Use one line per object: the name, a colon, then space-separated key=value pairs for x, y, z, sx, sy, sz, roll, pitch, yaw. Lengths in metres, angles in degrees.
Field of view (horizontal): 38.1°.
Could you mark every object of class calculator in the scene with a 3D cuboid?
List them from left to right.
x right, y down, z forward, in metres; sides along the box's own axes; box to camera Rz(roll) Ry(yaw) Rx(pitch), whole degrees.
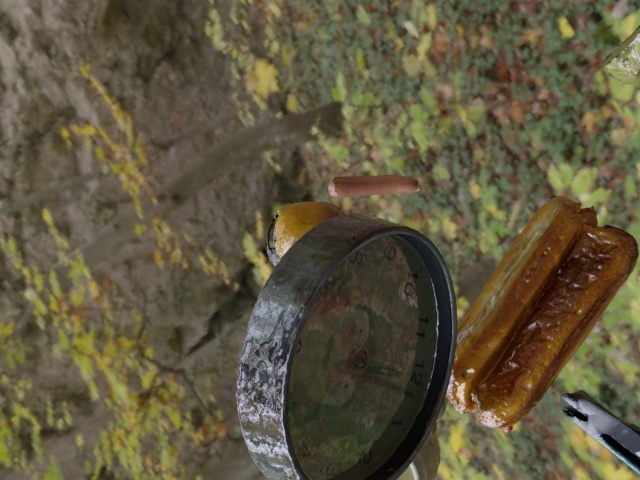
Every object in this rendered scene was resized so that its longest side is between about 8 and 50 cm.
calculator: x=0.500 y=0.331 z=1.471 sx=0.274 sy=0.058 sz=0.248 roll=40 pitch=-177 yaw=17

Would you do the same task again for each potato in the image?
potato: x=0.555 y=-0.314 z=1.455 sx=0.111 sy=0.272 sz=0.160 roll=45 pitch=141 yaw=2

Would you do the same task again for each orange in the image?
orange: x=0.000 y=0.000 z=1.478 sx=0.160 sy=0.170 sz=0.112 roll=53 pitch=144 yaw=6

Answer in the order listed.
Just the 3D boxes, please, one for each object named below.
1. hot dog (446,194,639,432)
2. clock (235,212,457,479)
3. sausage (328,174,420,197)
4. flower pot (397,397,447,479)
hot dog: x=0.299 y=0.102 z=1.300 sx=0.158 sy=0.349 sz=0.117 roll=34 pitch=175 yaw=8
clock: x=0.043 y=0.131 z=1.014 sx=0.066 sy=0.319 sz=0.319 roll=11 pitch=152 yaw=39
sausage: x=0.101 y=-0.104 z=1.767 sx=0.047 sy=0.177 sz=0.040 roll=-166 pitch=74 yaw=-73
flower pot: x=0.125 y=0.374 z=1.930 sx=0.307 sy=0.307 sz=0.244 roll=55 pitch=-136 yaw=-17
